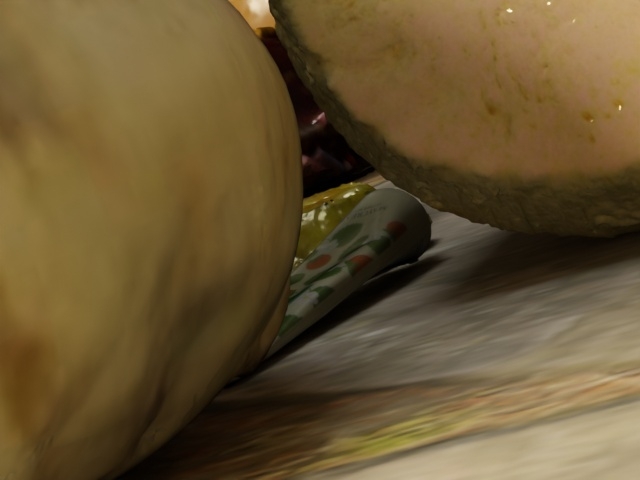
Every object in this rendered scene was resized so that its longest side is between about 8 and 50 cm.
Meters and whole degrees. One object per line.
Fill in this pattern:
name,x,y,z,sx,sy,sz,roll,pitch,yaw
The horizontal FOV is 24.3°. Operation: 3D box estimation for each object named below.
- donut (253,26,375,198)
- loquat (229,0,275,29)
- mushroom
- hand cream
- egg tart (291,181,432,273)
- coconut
donut,-0.083,-0.031,0.819,0.270,0.103,0.270,-28,-1,0
loquat,-0.007,-0.213,1.289,0.328,0.328,0.328,-20,6,2
mushroom,-0.171,-0.063,0.439,0.314,0.336,0.314,-12,10,2
hand cream,-0.005,0.021,0.596,0.057,0.037,0.165,-15,14,42
egg tart,0.000,0.000,0.698,0.105,0.039,0.105,-19,8,3
coconut,0.109,-0.127,0.573,0.239,0.239,0.244,-17,7,27
